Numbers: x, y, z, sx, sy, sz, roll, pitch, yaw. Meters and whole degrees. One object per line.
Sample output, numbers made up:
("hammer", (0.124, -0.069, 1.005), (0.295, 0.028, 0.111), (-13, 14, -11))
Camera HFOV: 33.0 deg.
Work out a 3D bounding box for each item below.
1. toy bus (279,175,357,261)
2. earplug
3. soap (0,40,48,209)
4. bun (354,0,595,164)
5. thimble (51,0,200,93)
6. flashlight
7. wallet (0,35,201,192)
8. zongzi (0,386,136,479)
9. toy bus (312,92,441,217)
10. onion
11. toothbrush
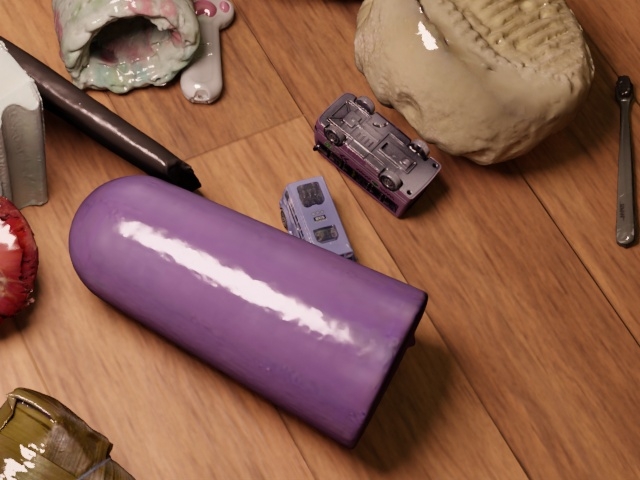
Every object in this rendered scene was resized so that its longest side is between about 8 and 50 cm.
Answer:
("toy bus", (0.000, 0.000, 1.468), (0.073, 0.076, 0.167), (-15, 66, -16))
("earplug", (-0.107, 0.065, 1.351), (0.456, 0.215, 0.215), (26, 62, 8))
("soap", (-0.420, -0.146, 1.370), (0.150, 0.261, 0.094), (43, 61, 12))
("bun", (0.205, -0.273, 1.559), (0.359, 0.211, 0.360), (14, 54, -21))
("thimble", (-0.283, -0.312, 1.528), (0.211, 0.185, 0.149), (-28, 59, 22))
("flashlight", (-0.176, -0.292, 1.604), (0.093, 0.047, 0.200), (3, 62, -7))
("wallet", (-0.321, -0.174, 1.441), (0.377, 0.197, 0.051), (34, 86, 9))
("zongzi", (-0.307, 0.352, 1.216), (0.300, 0.138, 0.286), (38, 68, 0))
("toy bus", (0.074, -0.120, 1.533), (0.178, 0.098, 0.087), (40, 65, 8))
("onion", (-0.428, 0.022, 1.361), (0.184, 0.147, 0.184), (2, 98, 18))
("toothbrush", (0.461, -0.124, 1.636), (0.030, 0.030, 0.297), (-2, 62, 19))
